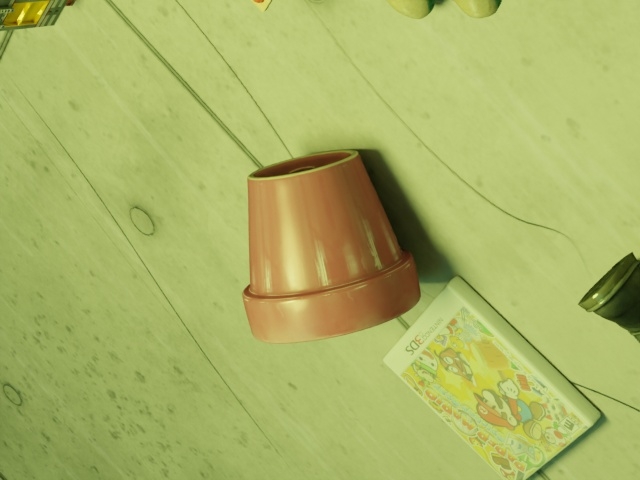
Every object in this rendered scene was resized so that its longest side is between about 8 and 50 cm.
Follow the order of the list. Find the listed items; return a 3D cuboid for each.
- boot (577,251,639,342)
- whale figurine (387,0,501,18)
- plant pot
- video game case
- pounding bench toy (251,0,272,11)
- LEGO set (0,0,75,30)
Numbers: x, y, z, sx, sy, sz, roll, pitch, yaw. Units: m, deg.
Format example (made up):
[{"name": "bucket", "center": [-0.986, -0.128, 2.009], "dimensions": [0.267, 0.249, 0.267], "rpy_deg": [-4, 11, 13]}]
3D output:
[{"name": "boot", "center": [0.350, 0.106, 1.463], "dimensions": [0.076, 0.189, 0.208], "rpy_deg": [-45, 77, 17]}, {"name": "whale figurine", "center": [0.100, -0.299, 1.394], "dimensions": [0.216, 0.141, 0.272], "rpy_deg": [45, 169, 6]}, {"name": "plant pot", "center": [0.000, 0.000, 1.716], "dimensions": [0.201, 0.201, 0.180], "rpy_deg": [-1, 106, 47]}, {"name": "video game case", "center": [0.194, 0.171, 1.792], "dimensions": [0.227, 0.026, 0.206], "rpy_deg": [44, 145, 7]}, {"name": "pounding bench toy", "center": [-0.064, -0.294, 1.601], "dimensions": [0.083, 0.065, 0.052], "rpy_deg": [46, 145, 5]}, {"name": "LEGO set", "center": [-0.389, -0.400, 1.806], "dimensions": [0.331, 0.192, 0.255], "rpy_deg": [34, 113, 15]}]
